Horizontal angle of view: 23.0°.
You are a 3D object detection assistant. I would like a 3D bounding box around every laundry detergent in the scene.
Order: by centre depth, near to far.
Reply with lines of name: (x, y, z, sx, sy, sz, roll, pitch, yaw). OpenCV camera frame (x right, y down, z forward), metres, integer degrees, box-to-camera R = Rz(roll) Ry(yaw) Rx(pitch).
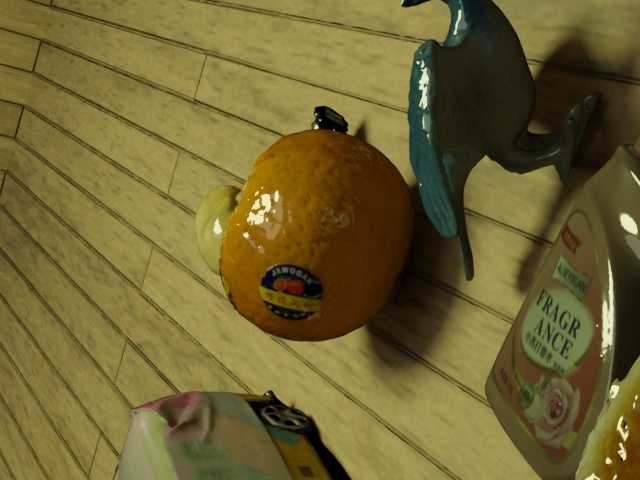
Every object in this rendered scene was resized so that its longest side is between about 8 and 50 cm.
laundry detergent: (0.195, 0.039, 0.937, 0.237, 0.076, 0.171, -65, 26, 20)

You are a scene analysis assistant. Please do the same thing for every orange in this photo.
orange: (-0.002, -0.002, 1.291, 0.177, 0.155, 0.177, 12, -90, -84)

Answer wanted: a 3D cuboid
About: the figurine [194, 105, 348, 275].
figurine: (-0.040, -0.037, 1.487, 0.196, 0.108, 0.114, -49, 57, 36)

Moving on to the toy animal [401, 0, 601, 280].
toy animal: (0.105, -0.102, 1.104, 0.255, 0.176, 0.239, -71, -12, 20)

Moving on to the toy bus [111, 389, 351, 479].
toy bus: (-0.068, 0.250, 1.308, 0.386, 0.162, 0.171, -132, 57, -63)

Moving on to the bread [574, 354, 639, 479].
bread: (0.232, 0.137, 0.683, 0.305, 0.159, 0.305, -164, 90, -70)
